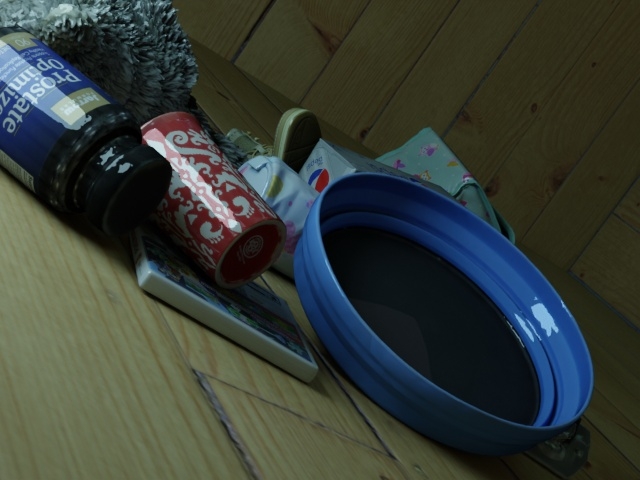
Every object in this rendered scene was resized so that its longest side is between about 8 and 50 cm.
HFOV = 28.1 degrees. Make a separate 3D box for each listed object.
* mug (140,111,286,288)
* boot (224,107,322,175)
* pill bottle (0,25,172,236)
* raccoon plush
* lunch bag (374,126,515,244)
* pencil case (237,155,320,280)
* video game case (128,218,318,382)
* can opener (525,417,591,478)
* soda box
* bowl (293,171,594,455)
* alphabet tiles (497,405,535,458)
[{"bbox_3d":[-0.111,-0.036,1.327,0.169,0.113,0.150,45,14,29],"label":"mug"},{"bbox_3d":[-0.078,-0.120,1.801,0.077,0.213,0.165,-26,49,-32],"label":"boot"},{"bbox_3d":[-0.255,-0.104,1.257,0.219,0.122,0.123,38,10,18],"label":"pill bottle"},{"bbox_3d":[-0.221,-0.176,1.549,0.446,0.216,0.299,33,18,-16],"label":"raccoon plush"},{"bbox_3d":[0.232,-0.035,2.276,0.262,0.160,0.223,56,2,-35],"label":"lunch bag"},{"bbox_3d":[0.000,0.000,1.626,0.273,0.124,0.113,29,21,-27],"label":"pencil case"},{"bbox_3d":[-0.103,0.056,1.303,0.201,0.023,0.183,33,10,-21],"label":"video game case"},{"bbox_3d":[0.211,0.201,1.600,0.283,0.076,0.095,34,-23,-4],"label":"can opener"},{"bbox_3d":[0.090,-0.048,1.805,0.286,0.098,0.091,18,19,-48],"label":"soda box"},{"bbox_3d":[0.141,0.084,1.485,0.391,0.077,0.391,26,32,-18],"label":"bowl"},{"bbox_3d":[0.155,0.148,1.506,0.237,0.009,0.198,46,33,15],"label":"alphabet tiles"}]
